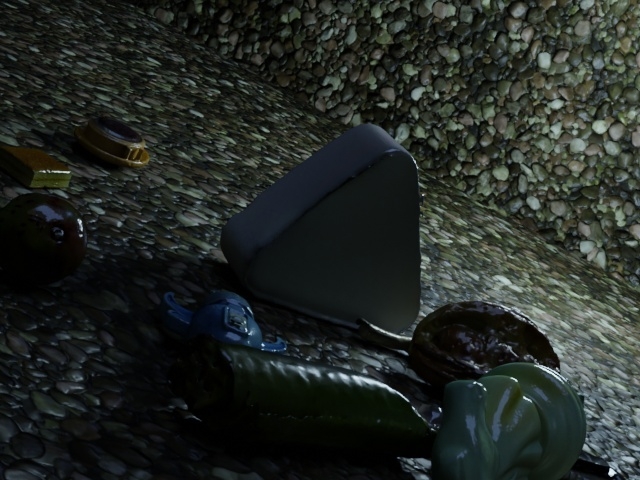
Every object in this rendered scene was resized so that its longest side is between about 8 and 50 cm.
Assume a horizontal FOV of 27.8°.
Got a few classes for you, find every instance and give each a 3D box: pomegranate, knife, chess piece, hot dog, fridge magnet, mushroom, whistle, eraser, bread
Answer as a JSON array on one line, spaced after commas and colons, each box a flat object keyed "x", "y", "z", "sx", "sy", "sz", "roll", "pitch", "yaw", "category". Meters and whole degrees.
[{"x": -0.362, "y": -0.005, "z": 1.651, "sx": 0.130, "sy": 0.130, "sz": 0.130, "roll": 24, "pitch": 15, "yaw": -7, "category": "pomegranate"}, {"x": 0.299, "y": 0.303, "z": 1.852, "sx": 0.365, "sy": 0.043, "sz": 0.089, "roll": 22, "pitch": 14, "yaw": -14, "category": "knife"}, {"x": 0.218, "y": 0.253, "z": 1.639, "sx": 0.176, "sy": 0.175, "sz": 0.298, "roll": 33, "pitch": 18, "yaw": 23, "category": "chess piece"}, {"x": 0.267, "y": 0.184, "z": 2.011, "sx": 0.259, "sy": 0.114, "sz": 0.175, "roll": 21, "pitch": 54, "yaw": -23, "category": "hot dog"}, {"x": -0.372, "y": -0.175, "z": 2.315, "sx": 0.143, "sy": 0.063, "sz": 0.143, "roll": 24, "pitch": 18, "yaw": -8, "category": "fridge magnet"}, {"x": 0.135, "y": 0.158, "z": 2.053, "sx": 0.187, "sy": 0.060, "sz": 0.061, "roll": 12, "pitch": 25, "yaw": -30, "category": "mushroom"}, {"x": -0.127, "y": 0.121, "z": 1.694, "sx": 0.180, "sy": 0.093, "sz": 0.269, "roll": 23, "pitch": 9, "yaw": -8, "category": "whistle"}, {"x": 0.000, "y": 0.000, "z": 2.054, "sx": 0.331, "sy": 0.331, "sz": 0.150, "roll": 18, "pitch": 16, "yaw": -29, "category": "eraser"}, {"x": -0.453, "y": -0.116, "z": 2.032, "sx": 0.090, "sy": 0.035, "sz": 0.094, "roll": 33, "pitch": 16, "yaw": 25, "category": "bread"}]

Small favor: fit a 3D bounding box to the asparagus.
[{"x": -0.007, "y": 0.200, "z": 1.578, "sx": 0.382, "sy": 0.108, "sz": 0.128, "roll": 16, "pitch": 13, "yaw": -40, "category": "asparagus"}]
